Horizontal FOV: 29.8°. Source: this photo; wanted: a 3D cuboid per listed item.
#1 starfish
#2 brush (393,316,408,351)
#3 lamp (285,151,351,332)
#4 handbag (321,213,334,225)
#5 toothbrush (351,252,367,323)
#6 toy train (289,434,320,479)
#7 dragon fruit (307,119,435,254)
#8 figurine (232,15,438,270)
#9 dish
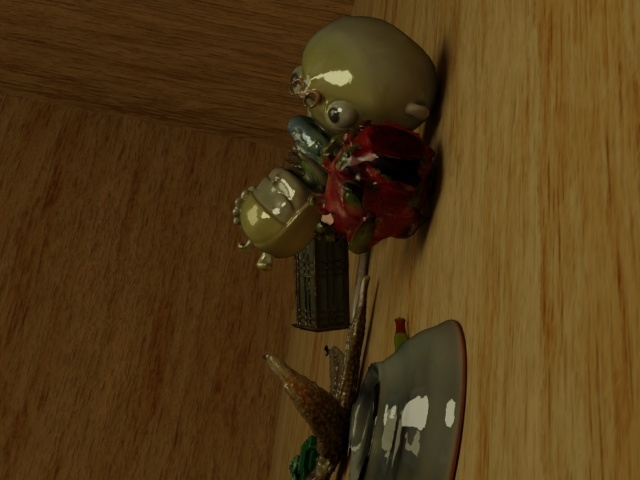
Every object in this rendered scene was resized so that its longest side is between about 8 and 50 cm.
[{"bbox_3d":[-0.008,0.285,2.000,0.398,0.132,0.384,83,-162,-54],"label":"starfish"},{"bbox_3d":[0.104,0.128,1.561,0.083,0.018,0.021,-90,1,-59],"label":"brush"},{"bbox_3d":[0.000,0.000,2.180,0.090,0.089,0.326,4,97,57],"label":"lamp"},{"bbox_3d":[0.059,-0.123,2.004,0.157,0.059,0.213,25,109,40],"label":"handbag"},{"bbox_3d":[0.074,0.029,2.176,0.025,0.029,0.307,106,173,-64],"label":"toothbrush"},{"bbox_3d":[-0.021,0.449,2.177,0.105,0.071,0.178,123,161,-52],"label":"toy train"},{"bbox_3d":[0.066,-0.063,1.580,0.166,0.160,0.172,-22,-38,-44],"label":"dragon fruit"},{"bbox_3d":[0.026,-0.119,1.731,0.394,0.274,0.226,-54,44,9],"label":"figurine"},{"bbox_3d":[0.079,0.204,1.256,0.260,0.085,0.260,-169,90,-86],"label":"dish"}]
